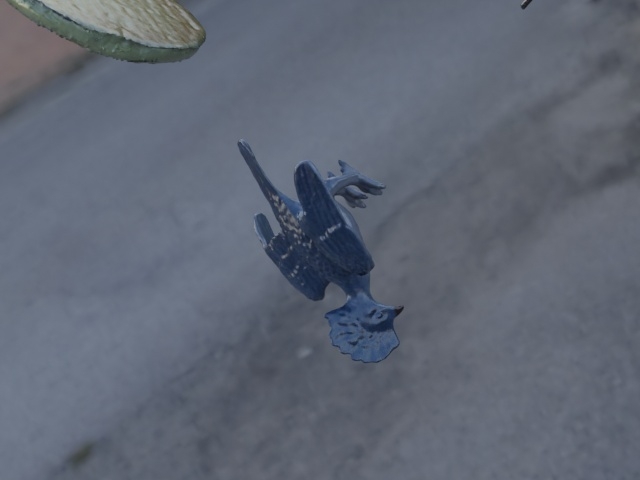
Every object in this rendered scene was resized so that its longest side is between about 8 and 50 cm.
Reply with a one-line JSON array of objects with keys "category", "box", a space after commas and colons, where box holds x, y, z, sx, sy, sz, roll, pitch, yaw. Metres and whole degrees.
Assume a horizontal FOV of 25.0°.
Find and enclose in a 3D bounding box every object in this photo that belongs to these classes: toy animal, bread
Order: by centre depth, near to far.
[{"category": "toy animal", "box": [0.000, 0.000, 1.516, 0.176, 0.255, 0.239, -61, 6, -25]}, {"category": "bread", "box": [-0.265, -0.278, 1.720, 0.267, 0.267, 0.040, -90, 24, -65]}]

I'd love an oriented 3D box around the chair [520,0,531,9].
[{"category": "chair", "box": [0.335, -0.439, 2.048, 0.212, 0.084, 0.101, -46, 12, 24]}]
